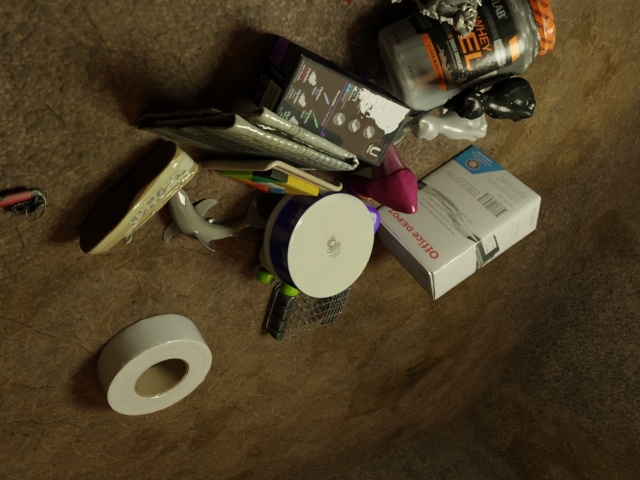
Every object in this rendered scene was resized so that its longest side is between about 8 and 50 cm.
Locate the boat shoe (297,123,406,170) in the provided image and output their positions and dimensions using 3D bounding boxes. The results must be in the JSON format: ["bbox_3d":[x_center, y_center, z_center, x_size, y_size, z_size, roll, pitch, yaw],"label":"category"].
[{"bbox_3d":[0.063,-0.241,1.414,0.320,0.118,0.103,-25,178,-26],"label":"boat shoe"}]

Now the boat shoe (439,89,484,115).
[{"bbox_3d":[0.357,-0.452,1.452,0.113,0.105,0.307,-4,124,-31],"label":"boat shoe"}]

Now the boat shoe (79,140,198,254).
[{"bbox_3d":[-0.366,-0.071,1.189,0.285,0.104,0.089,-44,142,3],"label":"boat shoe"}]

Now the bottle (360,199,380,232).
[{"bbox_3d":[0.045,-0.069,1.578,0.282,0.092,0.118,15,112,-49],"label":"bottle"}]

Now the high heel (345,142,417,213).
[{"bbox_3d":[0.151,-0.108,1.459,0.127,0.181,0.377,-21,171,-2],"label":"high heel"}]

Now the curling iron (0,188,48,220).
[{"bbox_3d":[-0.624,-0.042,1.041,0.273,0.035,0.068,-17,138,-30],"label":"curling iron"}]

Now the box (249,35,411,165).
[{"bbox_3d":[0.018,-0.282,1.204,0.270,0.165,0.143,17,113,-30],"label":"box"}]

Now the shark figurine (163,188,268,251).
[{"bbox_3d":[-0.241,-0.021,1.353,0.278,0.116,0.166,9,123,-45],"label":"shark figurine"}]

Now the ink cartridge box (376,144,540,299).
[{"bbox_3d":[0.398,-0.059,1.748,0.394,0.285,0.166,-33,144,-10],"label":"ink cartridge box"}]

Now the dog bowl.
[{"bbox_3d":[0.000,0.000,1.422,0.264,0.104,0.265,-15,115,-34],"label":"dog bowl"}]

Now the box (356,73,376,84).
[{"bbox_3d":[0.104,-0.317,1.370,0.081,0.136,0.028,-20,180,-26],"label":"box"}]

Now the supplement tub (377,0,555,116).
[{"bbox_3d":[0.312,-0.422,1.277,0.337,0.207,0.207,-22,145,7],"label":"supplement tub"}]

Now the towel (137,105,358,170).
[{"bbox_3d":[-0.139,-0.197,1.131,0.324,0.312,0.056,11,89,-48],"label":"towel"}]

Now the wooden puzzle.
[{"bbox_3d":[-0.105,-0.134,1.279,0.238,0.220,0.044,11,87,-50],"label":"wooden puzzle"}]

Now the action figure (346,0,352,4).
[{"bbox_3d":[0.023,-0.498,1.162,0.115,0.030,0.038,1,133,-40],"label":"action figure"}]

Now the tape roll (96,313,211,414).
[{"bbox_3d":[-0.435,0.329,1.552,0.286,0.100,0.286,-25,141,-22],"label":"tape roll"}]

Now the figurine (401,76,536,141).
[{"bbox_3d":[0.306,-0.271,1.253,0.209,0.093,0.214,-12,175,-36],"label":"figurine"}]

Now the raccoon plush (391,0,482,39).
[{"bbox_3d":[0.313,-0.568,1.120,0.446,0.299,0.216,-31,143,-14],"label":"raccoon plush"}]

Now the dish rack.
[{"bbox_3d":[-0.031,0.200,1.815,0.271,0.074,0.208,-13,137,-36],"label":"dish rack"}]

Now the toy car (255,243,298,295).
[{"bbox_3d":[-0.065,0.040,1.591,0.188,0.148,0.155,-22,134,-64],"label":"toy car"}]
